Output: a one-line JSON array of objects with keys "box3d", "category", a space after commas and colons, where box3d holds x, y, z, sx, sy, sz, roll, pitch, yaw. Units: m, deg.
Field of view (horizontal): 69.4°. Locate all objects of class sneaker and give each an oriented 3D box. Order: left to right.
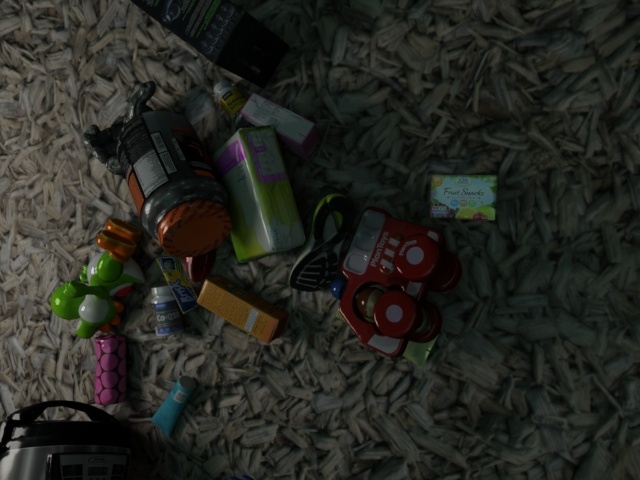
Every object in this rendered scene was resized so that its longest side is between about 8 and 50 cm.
[{"box3d": [-0.360, -0.003, 1.274, 0.128, 0.087, 0.221, 11, 97, 34], "category": "sneaker"}, {"box3d": [0.000, 0.000, 1.130, 0.111, 0.121, 0.300, 16, 120, -16], "category": "sneaker"}]

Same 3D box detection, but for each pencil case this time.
[{"box3d": [-0.634, 0.383, 1.382, 0.098, 0.095, 0.209, 9, 96, 45], "category": "pencil case"}]

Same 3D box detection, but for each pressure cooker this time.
[{"box3d": [-0.704, 0.644, 1.226, 0.376, 0.370, 0.420, 1, 58, -12], "category": "pressure cooker"}]

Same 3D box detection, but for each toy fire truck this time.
[{"box3d": [0.154, 0.092, 1.048, 0.254, 0.169, 0.302, 21, 88, 36], "category": "toy fire truck"}]

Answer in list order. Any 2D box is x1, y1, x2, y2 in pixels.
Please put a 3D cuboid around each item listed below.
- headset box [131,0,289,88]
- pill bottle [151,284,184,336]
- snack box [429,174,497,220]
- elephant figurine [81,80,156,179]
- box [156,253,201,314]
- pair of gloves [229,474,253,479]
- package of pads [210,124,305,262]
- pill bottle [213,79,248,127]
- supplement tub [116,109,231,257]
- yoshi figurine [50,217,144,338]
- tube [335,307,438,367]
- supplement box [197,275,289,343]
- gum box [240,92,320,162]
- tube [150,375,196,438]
[{"box3d": [-0.242, -0.503, 1.092, 0.283, 0.246, 0.131, 40, 106, 13], "category": "headset box"}, {"box3d": [-0.433, 0.195, 1.301, 0.078, 0.078, 0.137, -8, 92, 19], "category": "pill bottle"}, {"box3d": [0.322, -0.098, 1.043, 0.141, 0.037, 0.100, 3, 94, 19], "category": "snack box"}, {"box3d": [-0.501, -0.293, 1.255, 0.239, 0.186, 0.169, -43, 117, -8], "category": "elephant figurine"}, {"box3d": [-0.386, 0.114, 1.259, 0.054, 0.059, 0.169, -27, 98, -18], "category": "box"}, {"box3d": [-0.211, 0.765, 1.301, 0.159, 0.023, 0.198, 21, 100, 16], "category": "pair of gloves"}, {"box3d": [-0.156, -0.106, 1.117, 0.229, 0.101, 0.296, -16, 90, 57], "category": "package of pads"}, {"box3d": [-0.223, -0.355, 1.193, 0.065, 0.065, 0.116, -41, 81, 17], "category": "pill bottle"}, {"box3d": [-0.351, -0.137, 1.116, 0.207, 0.207, 0.338, -41, 60, 17], "category": "supplement tub"}, {"box3d": [-0.661, 0.113, 1.325, 0.203, 0.203, 0.362, 37, 108, 29], "category": "yoshi figurine"}, {"box3d": [0.155, 0.213, 1.118, 0.240, 0.062, 0.070, 25, 137, 11], "category": "tube"}, {"box3d": [-0.206, 0.179, 1.224, 0.233, 0.078, 0.080, 25, 102, 15], "category": "supplement box"}, {"box3d": [-0.099, -0.275, 1.127, 0.188, 0.107, 0.062, 31, 81, 14], "category": "gum box"}, {"box3d": [-0.428, 0.483, 1.341, 0.080, 0.052, 0.207, 39, 110, 17], "category": "tube"}]
